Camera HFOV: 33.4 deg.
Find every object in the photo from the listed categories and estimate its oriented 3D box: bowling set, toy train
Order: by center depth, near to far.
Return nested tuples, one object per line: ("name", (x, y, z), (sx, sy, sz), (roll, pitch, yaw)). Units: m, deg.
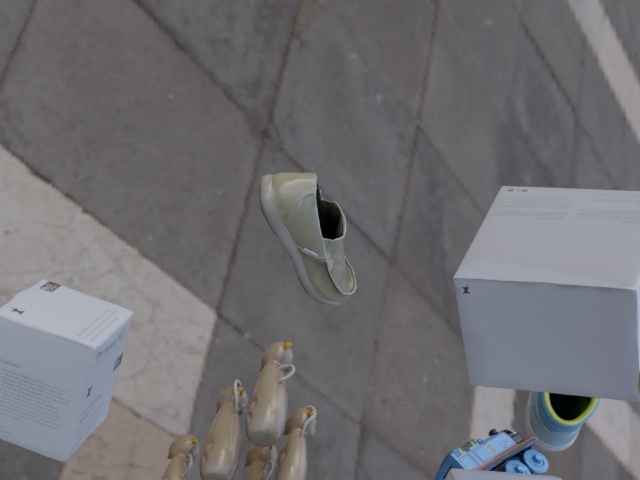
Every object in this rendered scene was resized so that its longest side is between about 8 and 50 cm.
("bowling set", (-0.073, 0.288, 1.424), (0.200, 0.287, 0.154), (36, 36, -21))
("toy train", (0.262, 0.342, 1.602), (0.184, 0.080, 0.105), (-19, 55, -42))

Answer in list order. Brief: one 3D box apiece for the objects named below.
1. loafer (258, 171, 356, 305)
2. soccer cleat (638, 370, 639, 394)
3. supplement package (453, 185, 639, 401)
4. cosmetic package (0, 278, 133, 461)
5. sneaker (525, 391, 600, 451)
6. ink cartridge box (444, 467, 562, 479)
("loafer", (0.000, 0.000, 1.562), (0.268, 0.092, 0.102), (56, 26, -44))
("soccer cleat", (0.314, 0.128, 0.677), (0.093, 0.289, 0.121), (28, 75, -32))
("supplement package", (0.275, 0.053, 1.187), (0.203, 0.194, 0.149), (-53, 139, -49))
("cosmetic package", (-0.375, 0.178, 1.494), (0.151, 0.151, 0.184), (-56, 165, -71))
("sneaker", (0.450, 0.207, 1.922), (0.208, 0.127, 0.319), (93, 3, -68))
("ink cartridge box", (0.197, 0.518, 1.272), (0.285, 0.166, 0.395), (-112, -144, -56))
